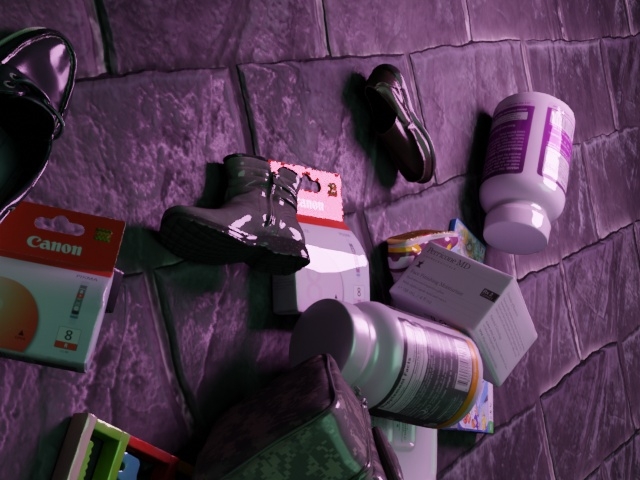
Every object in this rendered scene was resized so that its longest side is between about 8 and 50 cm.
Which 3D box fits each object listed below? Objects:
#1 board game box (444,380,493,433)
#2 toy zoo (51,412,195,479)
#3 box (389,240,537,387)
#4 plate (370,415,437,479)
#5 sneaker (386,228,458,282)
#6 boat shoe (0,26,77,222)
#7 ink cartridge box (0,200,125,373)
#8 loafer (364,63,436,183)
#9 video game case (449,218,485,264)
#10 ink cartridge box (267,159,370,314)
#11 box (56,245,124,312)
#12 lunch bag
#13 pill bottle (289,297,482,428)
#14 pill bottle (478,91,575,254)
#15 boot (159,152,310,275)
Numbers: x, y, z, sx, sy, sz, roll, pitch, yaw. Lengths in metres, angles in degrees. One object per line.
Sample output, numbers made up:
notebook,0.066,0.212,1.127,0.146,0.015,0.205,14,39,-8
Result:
board game box,0.272,0.251,1.874,0.136,0.035,0.201,17,70,-51
toy zoo,-0.212,0.349,1.219,0.293,0.030,0.192,40,53,-42
box,0.239,0.122,1.687,0.119,0.181,0.182,-50,138,-18
plate,0.118,0.302,1.655,0.278,0.045,0.277,17,70,-50
sneaker,0.177,0.027,1.775,0.185,0.069,0.084,-9,100,-47
boat shoe,-0.333,-0.114,1.076,0.127,0.113,0.340,55,44,-29
ink cartridge box,-0.296,0.041,1.082,0.045,0.145,0.179,111,-10,-70
loafer,0.125,-0.189,1.740,0.078,0.080,0.220,-38,108,-39
video game case,0.269,0.058,1.925,0.119,0.015,0.166,41,53,-42
ink cartridge box,0.000,0.000,1.548,0.189,0.066,0.232,7,82,-52
box,-0.279,0.046,1.160,0.083,0.062,0.052,34,59,-44
lunch bag,-0.001,0.310,1.248,0.256,0.212,0.305,59,1,-6
pill bottle,0.098,0.180,1.497,0.278,0.162,0.162,20,67,-40
pill bottle,0.406,-0.130,2.015,0.169,0.169,0.301,42,52,-41
boot,-0.121,-0.049,1.391,0.246,0.083,0.161,15,54,-41
